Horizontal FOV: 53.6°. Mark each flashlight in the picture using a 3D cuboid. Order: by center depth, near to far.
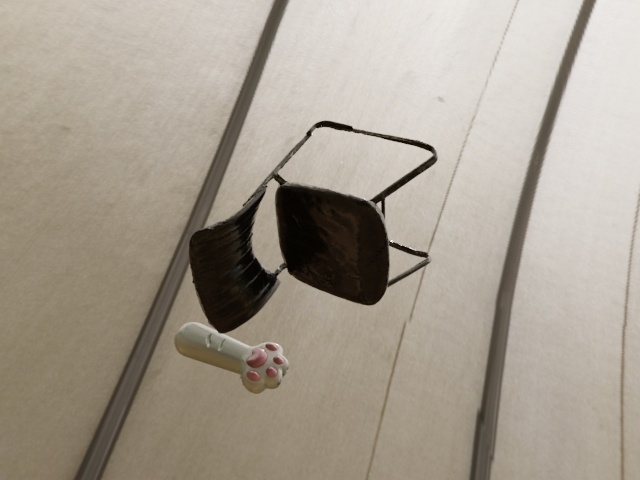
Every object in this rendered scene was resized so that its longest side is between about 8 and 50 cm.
[{"bbox_3d":[-0.150,0.184,1.041,0.201,0.093,0.047,19,-44,15],"label":"flashlight"}]

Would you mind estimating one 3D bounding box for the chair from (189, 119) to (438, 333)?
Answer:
[{"bbox_3d":[0.000,0.000,0.610,0.145,0.221,0.140,20,-48,30],"label":"chair"}]
